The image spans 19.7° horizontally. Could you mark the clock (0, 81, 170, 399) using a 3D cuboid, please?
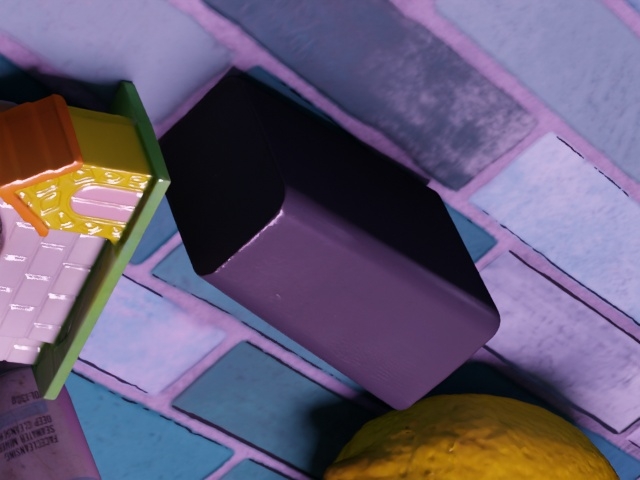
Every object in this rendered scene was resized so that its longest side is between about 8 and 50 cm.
[{"bbox_3d":[-0.266,-0.011,1.243,0.255,0.106,0.220,8,128,-31],"label":"clock"}]

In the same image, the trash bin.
[{"bbox_3d":[0.000,0.000,1.340,0.115,0.165,0.225,-42,133,19],"label":"trash bin"}]

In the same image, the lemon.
[{"bbox_3d":[0.129,0.253,1.593,0.319,0.245,0.245,19,123,-31],"label":"lemon"}]

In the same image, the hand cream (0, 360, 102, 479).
[{"bbox_3d":[-0.199,0.192,1.325,0.111,0.312,0.070,-22,137,-4],"label":"hand cream"}]
